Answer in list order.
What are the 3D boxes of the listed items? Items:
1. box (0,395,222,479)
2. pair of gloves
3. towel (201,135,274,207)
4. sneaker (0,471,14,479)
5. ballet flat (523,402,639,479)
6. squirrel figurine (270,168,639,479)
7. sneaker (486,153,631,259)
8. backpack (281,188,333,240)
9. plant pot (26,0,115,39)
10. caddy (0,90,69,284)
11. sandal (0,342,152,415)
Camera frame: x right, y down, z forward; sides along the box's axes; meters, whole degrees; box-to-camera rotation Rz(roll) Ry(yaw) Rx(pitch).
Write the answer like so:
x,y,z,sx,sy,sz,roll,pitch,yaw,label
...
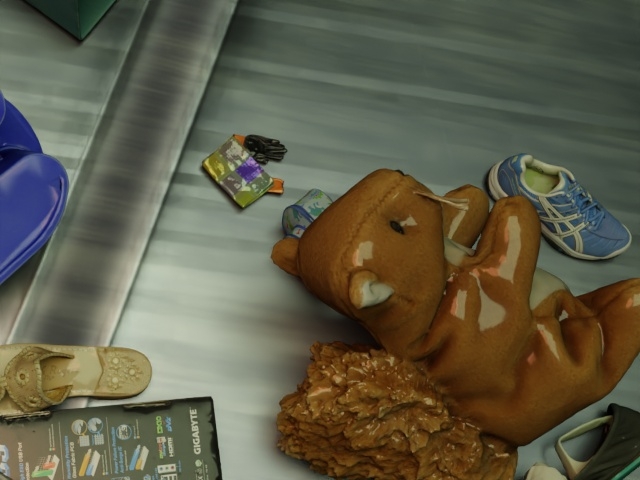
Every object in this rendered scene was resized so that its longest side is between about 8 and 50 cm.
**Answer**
x,y,z,sx,sy,sz,roll,pitch,yaw,label
-0.250,0.332,1.387,0.293,0.073,0.296,-5,74,-15,box
-0.081,-0.097,1.603,0.074,0.010,0.083,8,69,-9,pair of gloves
-0.105,-0.086,1.583,0.060,0.009,0.083,-38,82,-21,towel
-0.454,0.228,1.283,0.384,0.147,0.145,25,85,17,sneaker
0.309,0.299,1.538,0.096,0.095,0.280,43,56,18,ballet flat
0.111,0.114,1.407,0.370,0.281,0.397,25,95,-38,squirrel figurine
0.321,-0.043,1.652,0.211,0.081,0.080,28,66,-6,sneaker
0.000,0.000,1.542,0.084,0.105,0.114,-36,79,-23,backpack
-0.350,-0.407,1.557,0.234,0.165,0.166,32,67,6,plant pot
-0.450,-0.036,1.403,0.341,0.179,0.241,-45,111,-22,caddy
-0.310,0.151,1.426,0.240,0.079,0.088,-3,73,-15,sandal
